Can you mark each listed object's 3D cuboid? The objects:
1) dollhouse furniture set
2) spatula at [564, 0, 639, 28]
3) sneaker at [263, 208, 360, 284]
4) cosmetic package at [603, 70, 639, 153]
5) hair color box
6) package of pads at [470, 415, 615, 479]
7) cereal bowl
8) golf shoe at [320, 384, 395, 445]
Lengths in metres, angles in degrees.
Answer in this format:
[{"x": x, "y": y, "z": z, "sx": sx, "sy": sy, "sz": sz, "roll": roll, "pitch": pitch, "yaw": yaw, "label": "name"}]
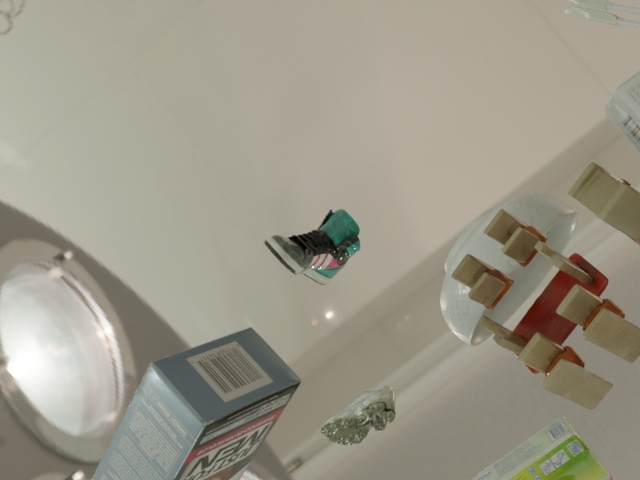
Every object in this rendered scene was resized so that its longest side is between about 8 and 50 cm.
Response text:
[{"x": 0.325, "y": 0.048, "z": 1.122, "sx": 0.135, "sy": 0.259, "sz": 0.262, "roll": 27, "pitch": -164, "yaw": -28, "label": "dollhouse furniture set"}, {"x": 0.458, "y": -0.327, "z": 1.290, "sx": 0.242, "sy": 0.019, "sz": 0.168, "roll": 19, "pitch": 179, "yaw": 23, "label": "spatula"}, {"x": 0.000, "y": 0.000, "z": 2.100, "sx": 0.124, "sy": 0.178, "sz": 0.295, "roll": 48, "pitch": -171, "yaw": 25, "label": "sneaker"}, {"x": 0.472, "y": -0.197, "z": 1.082, "sx": 0.117, "sy": 0.231, "sz": 0.085, "roll": 54, "pitch": 180, "yaw": 10, "label": "cosmetic package"}, {"x": -0.193, "y": 0.302, "z": 1.202, "sx": 0.113, "sy": 0.374, "sz": 0.185, "roll": 44, "pitch": -148, "yaw": 22, "label": "hair color box"}, {"x": 0.438, "y": 0.477, "z": 1.763, "sx": 0.296, "sy": 0.229, "sz": 0.101, "roll": 45, "pitch": -170, "yaw": -51, "label": "package of pads"}, {"x": 0.349, "y": 0.038, "z": 1.768, "sx": 0.141, "sy": 0.339, "sz": 0.339, "roll": 41, "pitch": -177, "yaw": 21, "label": "cereal bowl"}, {"x": 0.078, "y": 0.332, "z": 1.713, "sx": 0.069, "sy": 0.176, "sz": 0.086, "roll": 49, "pitch": -145, "yaw": -18, "label": "golf shoe"}]
